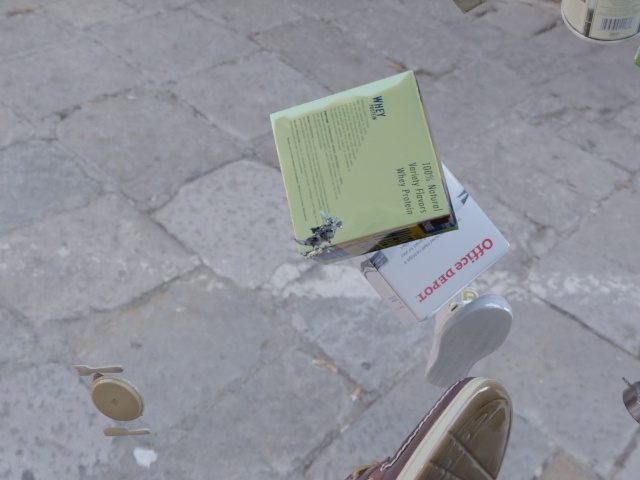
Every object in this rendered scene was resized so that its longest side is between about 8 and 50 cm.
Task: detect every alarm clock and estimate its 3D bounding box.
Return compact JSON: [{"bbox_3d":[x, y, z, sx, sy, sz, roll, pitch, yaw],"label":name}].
[{"bbox_3d":[0.854,0.439,1.917,0.129,0.064,0.192,19,42,-22],"label":"alarm clock"}]

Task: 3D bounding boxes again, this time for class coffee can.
[{"bbox_3d":[0.600,-0.558,1.500,0.201,0.275,0.202,-4,68,10],"label":"coffee can"}]

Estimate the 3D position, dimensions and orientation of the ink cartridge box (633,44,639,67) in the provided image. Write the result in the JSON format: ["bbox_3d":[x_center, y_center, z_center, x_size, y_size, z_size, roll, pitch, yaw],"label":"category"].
[{"bbox_3d":[0.612,-0.288,1.075,0.255,0.097,0.189,-30,58,-30],"label":"ink cartridge box"}]

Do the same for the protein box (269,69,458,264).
[{"bbox_3d":[0.062,-0.092,1.017,0.201,0.136,0.200,-15,79,13],"label":"protein box"}]

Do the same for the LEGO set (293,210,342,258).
[{"bbox_3d":[0.002,0.000,0.785,0.054,0.083,0.023,-25,63,1],"label":"LEGO set"}]

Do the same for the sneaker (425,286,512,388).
[{"bbox_3d":[0.269,0.138,1.379,0.108,0.293,0.169,18,53,-4],"label":"sneaker"}]

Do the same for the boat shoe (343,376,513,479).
[{"bbox_3d":[0.061,0.271,0.748,0.123,0.342,0.123,37,-7,-39],"label":"boat shoe"}]

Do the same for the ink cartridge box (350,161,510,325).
[{"bbox_3d":[0.142,-0.028,1.270,0.211,0.121,0.289,-37,86,-12],"label":"ink cartridge box"}]

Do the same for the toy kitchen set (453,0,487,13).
[{"bbox_3d":[0.183,-0.342,0.918,0.083,0.068,0.075,22,47,-57],"label":"toy kitchen set"}]

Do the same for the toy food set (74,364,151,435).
[{"bbox_3d":[-0.432,0.330,1.583,0.132,0.192,0.038,-5,28,16],"label":"toy food set"}]
